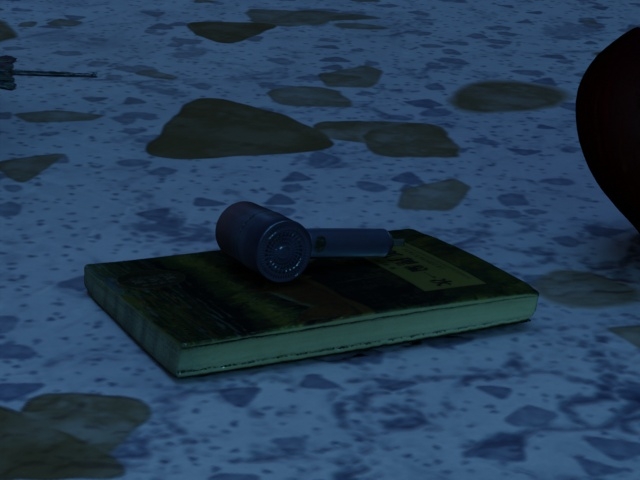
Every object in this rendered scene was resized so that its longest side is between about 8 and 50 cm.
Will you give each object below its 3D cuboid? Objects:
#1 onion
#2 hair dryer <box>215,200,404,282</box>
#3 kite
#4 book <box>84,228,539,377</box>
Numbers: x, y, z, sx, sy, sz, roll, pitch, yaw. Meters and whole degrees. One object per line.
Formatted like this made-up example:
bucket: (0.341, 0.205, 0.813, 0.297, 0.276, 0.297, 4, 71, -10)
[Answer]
onion: (0.279, -0.051, 1.091, 0.248, 0.161, 0.248, 11, 21, -4)
hair dryer: (0.000, 0.000, 1.032, 0.114, 0.037, 0.063, 1, 13, -27)
kite: (-0.282, -0.156, 1.586, 0.152, 0.005, 0.137, -1, 19, -12)
book: (-0.008, 0.031, 1.022, 0.228, 0.024, 0.160, -7, 18, -25)
